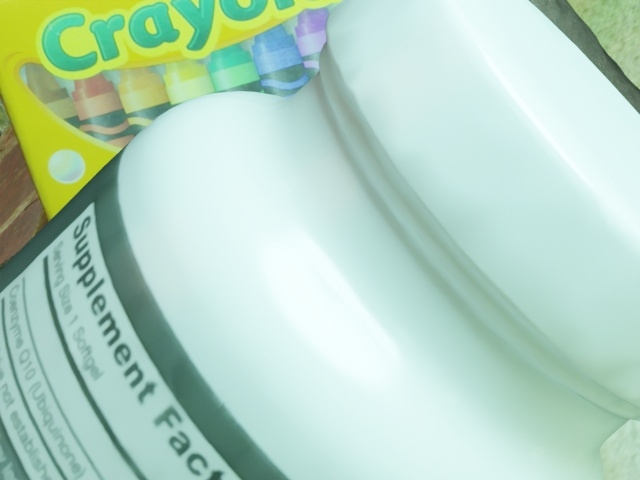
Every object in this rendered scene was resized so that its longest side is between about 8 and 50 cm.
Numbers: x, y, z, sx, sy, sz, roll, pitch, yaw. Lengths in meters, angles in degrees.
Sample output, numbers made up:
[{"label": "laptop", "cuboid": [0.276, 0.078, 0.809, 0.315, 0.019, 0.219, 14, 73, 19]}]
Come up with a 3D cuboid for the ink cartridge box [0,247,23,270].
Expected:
[{"label": "ink cartridge box", "cuboid": [-0.215, 0.140, 1.091, 0.303, 0.072, 0.307, -53, -31, -73]}]

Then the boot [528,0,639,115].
[{"label": "boot", "cuboid": [0.115, -0.077, 0.877, 0.090, 0.207, 0.248, -36, 21, -1]}]

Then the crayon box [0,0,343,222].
[{"label": "crayon box", "cuboid": [-0.037, -0.053, 0.839, 0.203, 0.323, 0.083, -16, 22, 5]}]

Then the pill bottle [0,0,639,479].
[{"label": "pill bottle", "cuboid": [-0.035, 0.081, 0.602, 0.363, 0.210, 0.210, -42, 19, 18]}]
